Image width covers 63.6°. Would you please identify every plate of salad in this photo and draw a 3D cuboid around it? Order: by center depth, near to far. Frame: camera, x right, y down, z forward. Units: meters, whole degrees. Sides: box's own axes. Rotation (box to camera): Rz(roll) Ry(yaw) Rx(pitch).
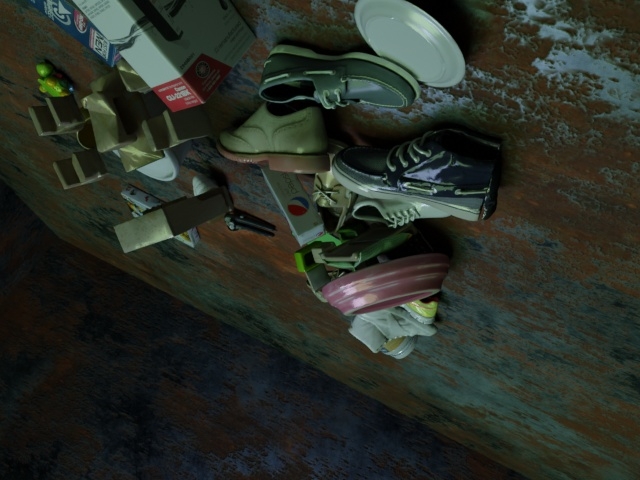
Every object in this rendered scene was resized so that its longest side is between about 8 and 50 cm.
[{"bbox_3d":[0.140,-0.311,0.796,0.199,0.048,0.200,33,175,3],"label":"plate of salad"}]

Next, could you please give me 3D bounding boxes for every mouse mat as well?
[{"bbox_3d":[0.000,0.000,1.599,0.189,0.007,0.153,32,155,0],"label":"mouse mat"}]

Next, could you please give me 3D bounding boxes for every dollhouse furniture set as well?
[{"bbox_3d":[-0.405,-0.208,1.240,0.361,0.256,0.395,-16,100,25],"label":"dollhouse furniture set"},{"bbox_3d":[0.100,0.059,1.297,0.301,0.197,0.152,-4,112,58],"label":"dollhouse furniture set"}]

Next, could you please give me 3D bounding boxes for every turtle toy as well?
[{"bbox_3d":[-0.791,-0.469,1.536,0.095,0.066,0.130,-2,140,47],"label":"turtle toy"}]

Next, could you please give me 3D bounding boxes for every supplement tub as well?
[{"bbox_3d":[0.217,0.292,1.734,0.199,0.144,0.144,40,154,-18],"label":"supplement tub"}]

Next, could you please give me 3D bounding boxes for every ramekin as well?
[{"bbox_3d":[-0.481,-0.301,1.431,0.272,0.127,0.273,25,154,13],"label":"ramekin"}]

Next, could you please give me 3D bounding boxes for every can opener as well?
[{"bbox_3d":[-0.234,-0.054,1.707,0.185,0.073,0.059,14,133,17],"label":"can opener"}]

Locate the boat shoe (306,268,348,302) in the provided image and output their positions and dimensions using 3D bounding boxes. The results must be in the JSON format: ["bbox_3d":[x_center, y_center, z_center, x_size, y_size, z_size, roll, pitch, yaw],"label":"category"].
[{"bbox_3d":[0.041,0.154,1.723,0.089,0.105,0.285,36,156,-18],"label":"boat shoe"}]

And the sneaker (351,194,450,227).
[{"bbox_3d":[0.185,-0.069,1.161,0.258,0.091,0.094,5,145,44],"label":"sneaker"}]

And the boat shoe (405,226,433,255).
[{"bbox_3d":[0.234,0.002,1.300,0.133,0.042,0.048,45,156,-25],"label":"boat shoe"}]

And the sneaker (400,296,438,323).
[{"bbox_3d":[0.262,0.153,1.528,0.208,0.081,0.094,31,126,18],"label":"sneaker"}]

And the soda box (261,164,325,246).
[{"bbox_3d":[-0.067,-0.097,1.278,0.216,0.073,0.069,61,173,23],"label":"soda box"}]

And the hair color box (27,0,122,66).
[{"bbox_3d":[-0.486,-0.519,0.975,0.347,0.174,0.105,38,155,-14],"label":"hair color box"}]

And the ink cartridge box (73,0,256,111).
[{"bbox_3d":[-0.275,-0.405,0.924,0.114,0.197,0.273,1,143,44],"label":"ink cartridge box"}]

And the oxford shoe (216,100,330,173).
[{"bbox_3d":[-0.111,-0.244,1.169,0.396,0.140,0.147,18,111,46],"label":"oxford shoe"}]

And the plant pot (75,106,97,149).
[{"bbox_3d":[-0.696,-0.360,1.586,0.095,0.134,0.134,50,164,25],"label":"plant pot"}]

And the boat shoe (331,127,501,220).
[{"bbox_3d":[0.181,-0.157,0.991,0.340,0.127,0.158,15,145,15],"label":"boat shoe"}]

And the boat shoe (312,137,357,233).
[{"bbox_3d":[0.033,-0.119,1.228,0.109,0.098,0.302,24,154,15],"label":"boat shoe"}]

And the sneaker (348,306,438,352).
[{"bbox_3d":[0.221,0.279,1.615,0.292,0.169,0.108,25,-172,-25],"label":"sneaker"}]

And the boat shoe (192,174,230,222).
[{"bbox_3d":[-0.350,-0.137,1.651,0.096,0.098,0.277,54,166,12],"label":"boat shoe"}]

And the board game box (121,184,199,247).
[{"bbox_3d":[-0.640,-0.096,2.077,0.305,0.053,0.193,26,155,10],"label":"board game box"}]

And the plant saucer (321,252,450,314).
[{"bbox_3d":[0.171,0.120,1.305,0.331,0.084,0.332,-12,166,-3],"label":"plant saucer"}]

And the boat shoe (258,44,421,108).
[{"bbox_3d":[0.023,-0.272,0.931,0.319,0.099,0.116,21,166,27],"label":"boat shoe"}]
